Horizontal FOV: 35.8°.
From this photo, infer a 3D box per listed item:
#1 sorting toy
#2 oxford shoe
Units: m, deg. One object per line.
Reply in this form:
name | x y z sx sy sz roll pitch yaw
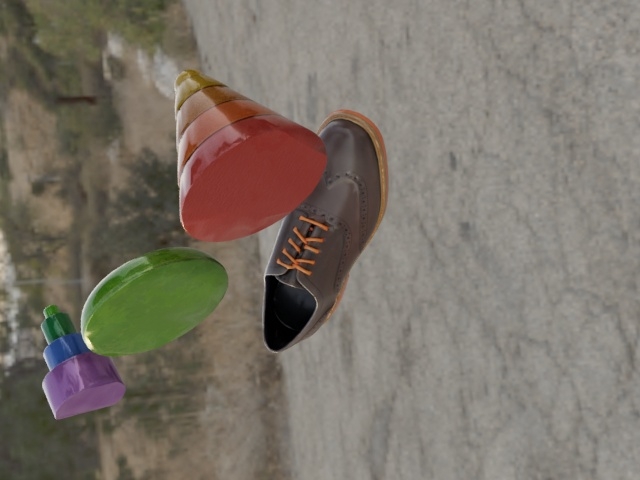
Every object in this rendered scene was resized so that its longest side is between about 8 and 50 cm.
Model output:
sorting toy | -0.145 -0.003 0.817 0.365 0.127 0.126 -49 60 31
oxford shoe | 0.000 0.000 0.997 0.098 0.097 0.271 -52 -21 -55
